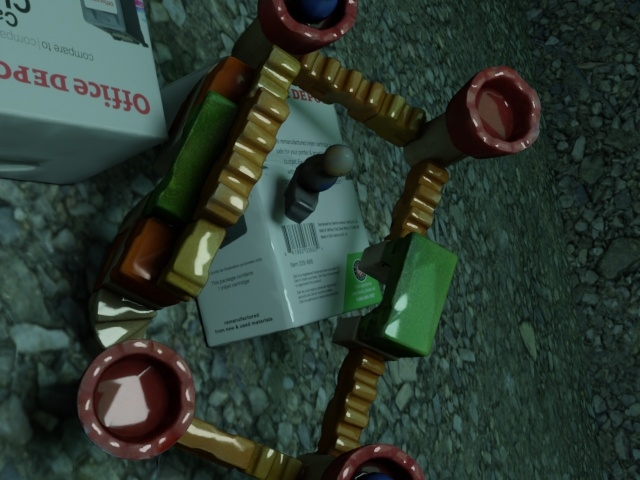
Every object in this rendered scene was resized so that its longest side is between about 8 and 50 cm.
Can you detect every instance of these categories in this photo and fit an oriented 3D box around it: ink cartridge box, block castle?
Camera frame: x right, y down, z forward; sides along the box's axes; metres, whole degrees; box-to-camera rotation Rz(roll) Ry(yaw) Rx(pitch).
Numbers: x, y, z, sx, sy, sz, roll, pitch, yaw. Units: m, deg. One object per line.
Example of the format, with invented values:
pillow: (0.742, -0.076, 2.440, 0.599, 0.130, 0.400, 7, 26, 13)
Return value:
ink cartridge box: (-0.055, -0.045, 0.909, 0.211, 0.121, 0.289, -6, 81, -59)
block castle: (0.000, 0.000, 0.692, 0.303, 0.213, 0.454, 27, 71, -17)
ink cartridge box: (-0.263, -0.216, 0.645, 0.226, 0.131, 0.306, 0, 74, -59)
